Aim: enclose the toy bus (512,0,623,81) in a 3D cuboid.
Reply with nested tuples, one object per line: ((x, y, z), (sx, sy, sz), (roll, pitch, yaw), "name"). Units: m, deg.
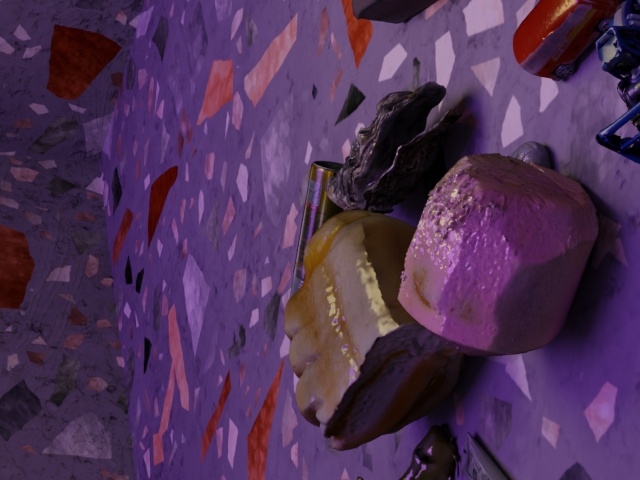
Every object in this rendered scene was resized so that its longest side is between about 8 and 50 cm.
((0.305, -0.271, 1.514), (0.174, 0.077, 0.079), (130, 139, -56), "toy bus")

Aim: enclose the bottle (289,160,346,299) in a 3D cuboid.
((0.000, 0.000, 2.227), (0.082, 0.082, 0.286), (-139, 56, -63), "bottle")

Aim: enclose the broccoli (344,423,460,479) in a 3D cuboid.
((0.096, 0.406, 1.790), (0.242, 0.180, 0.273), (-150, 65, -67), "broccoli")

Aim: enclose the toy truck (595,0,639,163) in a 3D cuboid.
((0.363, -0.167, 1.287), (0.113, 0.126, 0.208), (133, 135, -58), "toy truck")

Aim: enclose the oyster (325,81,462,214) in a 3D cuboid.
((0.098, -0.125, 1.894), (0.351, 0.162, 0.158), (-40, 60, 59), "oyster")

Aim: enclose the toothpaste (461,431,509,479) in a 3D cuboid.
((0.238, 0.336, 1.646), (0.218, 0.041, 0.064), (-131, 43, -65), "toothpaste")

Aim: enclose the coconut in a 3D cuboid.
((0.212, 0.031, 1.510), (0.233, 0.233, 0.245), (-123, 45, -56), "coconut")

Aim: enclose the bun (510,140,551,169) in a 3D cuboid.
((0.273, -0.091, 1.608), (0.083, 0.045, 0.083), (-19, 68, 61), "bun")

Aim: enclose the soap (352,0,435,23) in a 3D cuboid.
((0.142, -0.525, 1.924), (0.285, 0.107, 0.296), (164, 109, -67), "soap")

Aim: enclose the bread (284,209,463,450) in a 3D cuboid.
((0.087, 0.120, 1.830), (0.300, 0.210, 0.341), (-58, 34, 31), "bread")
